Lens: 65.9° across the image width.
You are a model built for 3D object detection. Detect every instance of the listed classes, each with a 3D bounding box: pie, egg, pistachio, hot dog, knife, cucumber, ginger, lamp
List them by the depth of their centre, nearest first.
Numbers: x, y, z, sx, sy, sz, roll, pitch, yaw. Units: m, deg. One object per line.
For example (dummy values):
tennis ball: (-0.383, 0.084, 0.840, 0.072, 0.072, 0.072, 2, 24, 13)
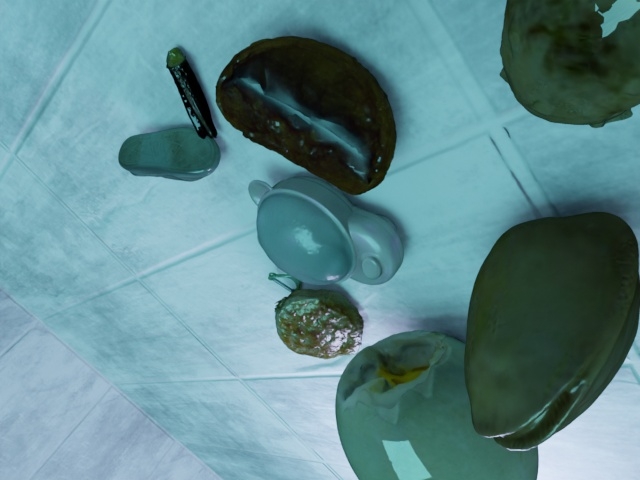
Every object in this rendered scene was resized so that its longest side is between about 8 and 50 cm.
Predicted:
ginger: (0.163, -0.234, 0.348, 0.304, 0.155, 0.244, 42, 149, 5)
pistachio: (0.244, 0.091, 0.528, 0.163, 0.260, 0.212, 22, 150, 1)
hot dog: (-0.012, -0.146, 0.592, 0.227, 0.099, 0.160, 36, 142, -3)
cucumber: (-0.184, -0.208, 0.710, 0.033, 0.034, 0.134, -3, 133, 18)
lamp: (0.000, 0.002, 0.733, 0.246, 0.108, 0.179, 18, 143, 20)
egg: (0.188, 0.310, 0.776, 0.278, 0.278, 0.336, -17, 115, 45)
knife: (-0.022, 0.064, 0.877, 0.078, 0.022, 0.166, 31, 148, -33)
pie: (0.001, 0.156, 0.918, 0.163, 0.079, 0.193, 5, 136, 15)

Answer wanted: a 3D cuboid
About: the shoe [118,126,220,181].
shoe: (-0.237, -0.135, 0.810, 0.195, 0.079, 0.078, 3, 172, 21)
